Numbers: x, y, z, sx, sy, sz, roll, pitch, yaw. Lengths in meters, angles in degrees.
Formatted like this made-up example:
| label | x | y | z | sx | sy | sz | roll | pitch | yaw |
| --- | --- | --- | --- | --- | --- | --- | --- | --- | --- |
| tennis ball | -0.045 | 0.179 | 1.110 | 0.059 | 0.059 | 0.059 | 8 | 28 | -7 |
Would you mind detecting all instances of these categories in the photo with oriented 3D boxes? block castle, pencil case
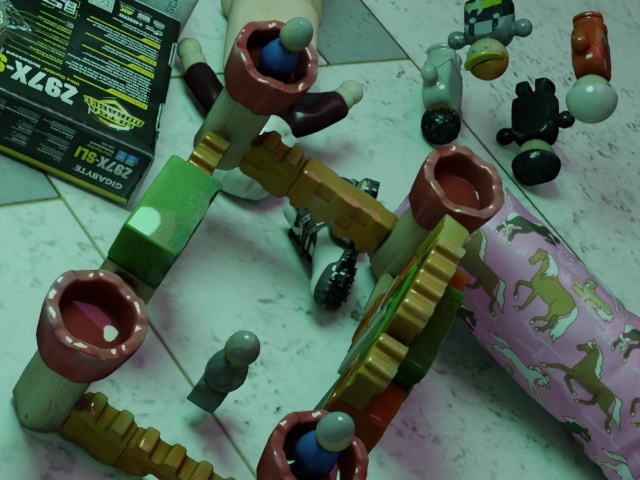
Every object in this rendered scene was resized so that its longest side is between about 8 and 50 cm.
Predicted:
| label | x | y | z | sx | sy | sz | roll | pitch | yaw |
| --- | --- | --- | --- | --- | --- | --- | --- | --- | --- |
| block castle | -0.035 | 0.029 | 1.570 | 0.303 | 0.213 | 0.453 | 34 | 46 | -3 |
| pencil case | 0.230 | 0.086 | 1.833 | 0.386 | 0.160 | 0.167 | 43 | 21 | 12 |

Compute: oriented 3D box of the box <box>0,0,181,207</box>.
| label | x | y | z | sx | sy | sz | roll | pitch | yaw |
| --- | --- | --- | --- | --- | --- | --- | --- | --- | --- |
| box | -0.307 | -0.195 | 1.799 | 0.322 | 0.079 | 0.257 | 24 | 37 | -15 |

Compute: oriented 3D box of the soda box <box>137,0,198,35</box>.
| label | x | y | z | sx | sy | sz | roll | pitch | yaw |
| --- | --- | --- | --- | --- | --- | --- | --- | --- | --- |
| soda box | -0.182 | -0.292 | 2.002 | 0.063 | 0.058 | 0.183 | 21 | 23 | -21 |

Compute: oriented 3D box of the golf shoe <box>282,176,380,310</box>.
| label | x | y | z | sx | sy | sz | roll | pitch | yaw |
| --- | --- | --- | --- | --- | --- | --- | --- | --- | --- |
| golf shoe | 0.000 | 0.000 | 1.839 | 0.094 | 0.077 | 0.198 | 16 | 33 | 3 |

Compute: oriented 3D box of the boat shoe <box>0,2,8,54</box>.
| label | x | y | z | sx | sy | sz | roll | pitch | yaw |
| --- | --- | --- | --- | --- | --- | --- | --- | --- | --- |
| boat shoe | -0.378 | -0.192 | 1.563 | 0.116 | 0.097 | 0.324 | 44 | 28 | 18 |

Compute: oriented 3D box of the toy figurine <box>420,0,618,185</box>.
| label | x | y | z | sx | sy | sz | roll | pitch | yaw |
| --- | --- | --- | --- | --- | --- | --- | --- | --- | --- |
| toy figurine | 0.228 | -0.181 | 2.117 | 0.209 | 0.213 | 0.148 | 18 | 54 | -18 |

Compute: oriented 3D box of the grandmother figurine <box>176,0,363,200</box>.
| label | x | y | z | sx | sy | sz | roll | pitch | yaw |
| --- | --- | --- | --- | --- | --- | --- | --- | --- | --- |
| grandmother figurine | -0.057 | -0.168 | 1.965 | 0.207 | 0.104 | 0.342 | 4 | 40 | 4 |
